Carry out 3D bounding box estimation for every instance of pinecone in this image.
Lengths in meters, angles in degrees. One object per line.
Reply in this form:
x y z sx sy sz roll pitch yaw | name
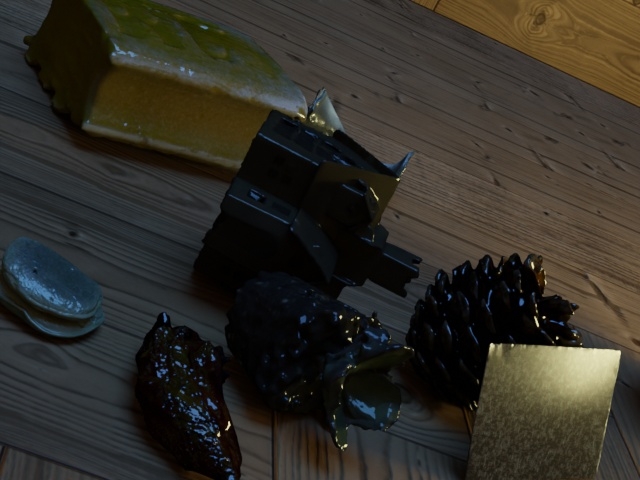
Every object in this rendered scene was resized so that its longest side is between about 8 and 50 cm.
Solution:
0.202 0.101 1.497 0.179 0.204 0.184 5 44 -56 | pinecone

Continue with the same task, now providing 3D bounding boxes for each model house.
0.000 0.000 1.479 0.243 0.211 0.204 27 24 -2 | model house

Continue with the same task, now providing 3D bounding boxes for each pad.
0.253 0.195 1.427 0.235 0.158 0.003 6 6 -41 | pad

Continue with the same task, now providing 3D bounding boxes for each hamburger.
-0.271 0.055 1.259 0.121 0.054 0.084 33 20 -6 | hamburger

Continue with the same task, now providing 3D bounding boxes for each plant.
-0.002 0.118 1.311 0.131 0.142 0.203 28 11 -45 | plant

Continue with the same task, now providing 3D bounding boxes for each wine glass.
0.048 -0.145 1.996 0.183 0.122 0.122 34 22 -1 | wine glass

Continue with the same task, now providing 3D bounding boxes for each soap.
-0.222 -0.231 1.813 0.335 0.156 0.293 14 21 -32 | soap

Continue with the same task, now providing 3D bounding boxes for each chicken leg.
-0.127 0.147 1.209 0.105 0.063 0.234 14 27 -19 | chicken leg
